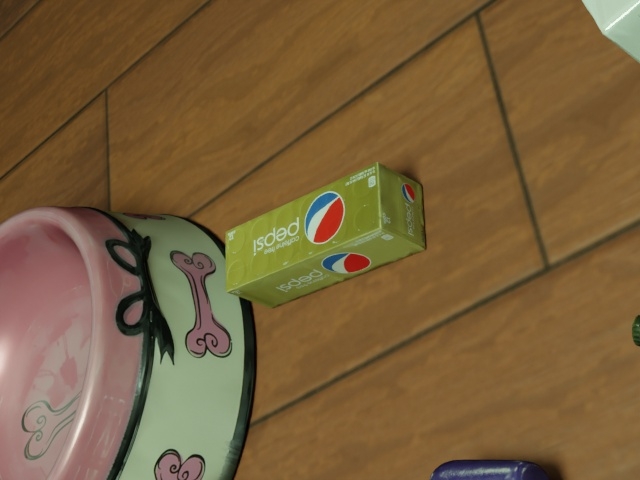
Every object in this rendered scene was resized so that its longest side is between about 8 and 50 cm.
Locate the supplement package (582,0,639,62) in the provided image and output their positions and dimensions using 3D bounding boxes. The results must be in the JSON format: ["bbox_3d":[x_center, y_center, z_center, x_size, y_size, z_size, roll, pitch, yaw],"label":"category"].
[{"bbox_3d":[0.257,-0.227,0.712,0.203,0.149,0.194,-41,48,27],"label":"supplement package"}]

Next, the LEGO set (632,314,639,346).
[{"bbox_3d":[0.328,0.091,0.509,0.331,0.192,0.255,-4,39,29],"label":"LEGO set"}]

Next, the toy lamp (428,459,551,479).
[{"bbox_3d":[0.042,0.213,0.794,0.274,0.080,0.080,-29,54,36],"label":"toy lamp"}]

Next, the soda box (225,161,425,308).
[{"bbox_3d":[0.000,0.000,0.948,0.181,0.058,0.061,-23,57,38],"label":"soda box"}]

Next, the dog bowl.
[{"bbox_3d":[-0.253,0.147,1.079,0.408,0.150,0.408,-21,59,39],"label":"dog bowl"}]
